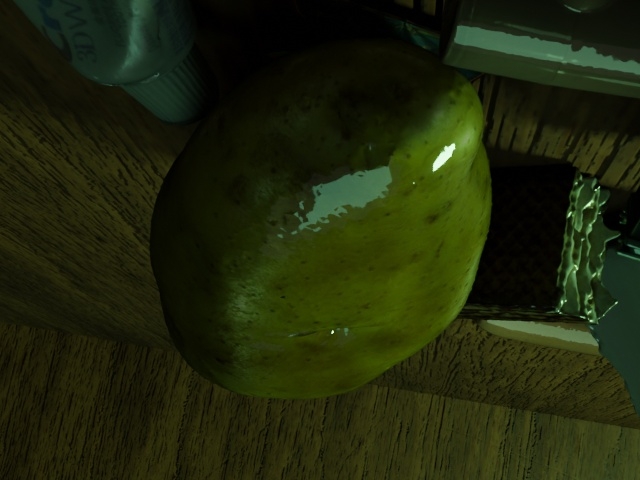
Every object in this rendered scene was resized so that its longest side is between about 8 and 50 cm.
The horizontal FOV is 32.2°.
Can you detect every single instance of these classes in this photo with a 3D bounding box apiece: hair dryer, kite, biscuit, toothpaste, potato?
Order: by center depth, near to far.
[{"bbox_3d":[0.115,-0.115,0.421,0.117,0.064,0.181,10,162,-1],"label":"hair dryer"},{"bbox_3d":[-0.122,-0.136,0.524,0.099,0.068,0.282,-21,152,12],"label":"toothpaste"},{"bbox_3d":[0.032,-0.107,0.629,0.159,0.010,0.190,6,165,27],"label":"kite"},{"bbox_3d":[0.000,0.000,0.691,0.196,0.176,0.369,32,155,7],"label":"potato"},{"bbox_3d":[0.106,0.007,0.856,0.252,0.106,0.070,0,165,40],"label":"biscuit"}]

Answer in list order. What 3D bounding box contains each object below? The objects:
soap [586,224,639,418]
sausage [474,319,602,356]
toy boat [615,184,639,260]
[{"bbox_3d":[0.380,0.036,0.922,0.302,0.257,0.159,-33,-178,-21],"label":"soap"},{"bbox_3d":[0.284,0.071,1.054,0.289,0.086,0.086,10,168,6],"label":"sausage"},{"bbox_3d":[0.319,0.025,0.640,0.296,0.122,0.114,20,-158,11],"label":"toy boat"}]
